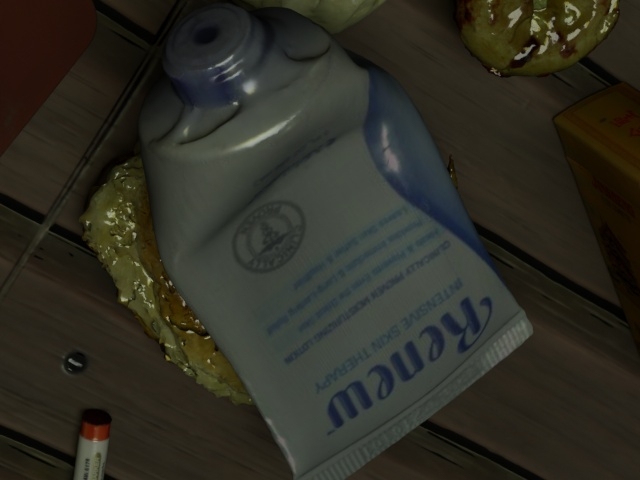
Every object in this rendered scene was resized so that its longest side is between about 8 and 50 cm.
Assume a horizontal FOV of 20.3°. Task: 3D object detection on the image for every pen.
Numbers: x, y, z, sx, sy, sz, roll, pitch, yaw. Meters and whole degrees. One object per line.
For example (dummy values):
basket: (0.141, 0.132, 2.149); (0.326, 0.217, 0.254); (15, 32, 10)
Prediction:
pen: (-0.200, 0.253, 1.478); (0.028, 0.028, 0.239); (4, 108, -19)

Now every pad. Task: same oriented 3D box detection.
pad: (-0.290, -0.179, 1.260); (0.267, 0.004, 0.181); (44, 76, -31)

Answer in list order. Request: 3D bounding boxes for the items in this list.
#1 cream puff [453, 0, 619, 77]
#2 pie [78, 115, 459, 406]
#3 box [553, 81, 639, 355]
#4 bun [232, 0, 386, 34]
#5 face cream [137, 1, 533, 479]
cream puff: (0.162, -0.200, 1.389); (0.149, 0.084, 0.149); (-6, 115, -13)
pie: (-0.026, 0.010, 1.408); (0.308, 0.085, 0.308); (-6, 111, -16)
box: (0.296, 0.023, 1.462); (0.076, 0.174, 0.274); (-27, 115, -7)
bun: (0.003, -0.237, 1.315); (0.183, 0.102, 0.183); (-7, 113, -18)
face cream: (0.000, 0.000, 1.321); (0.235, 0.137, 0.420); (-37, 130, -9)
